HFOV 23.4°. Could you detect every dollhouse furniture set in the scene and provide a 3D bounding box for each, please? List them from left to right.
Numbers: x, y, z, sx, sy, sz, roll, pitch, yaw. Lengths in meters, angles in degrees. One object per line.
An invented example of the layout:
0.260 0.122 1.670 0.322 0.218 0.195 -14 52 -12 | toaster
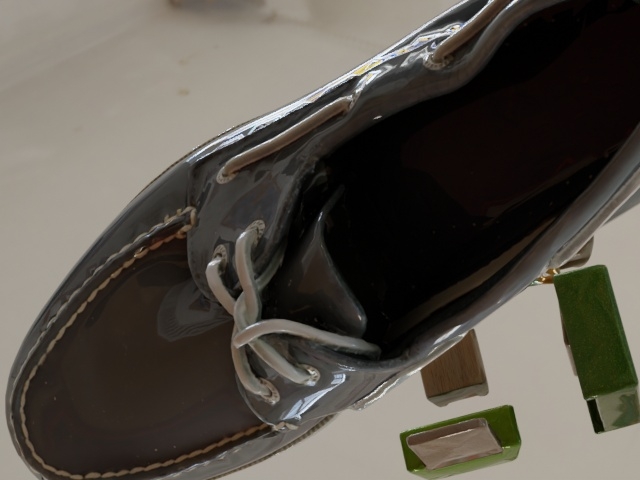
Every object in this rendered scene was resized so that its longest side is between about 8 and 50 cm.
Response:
0.124 0.017 1.239 0.197 0.151 0.302 -16 -112 9 | dollhouse furniture set

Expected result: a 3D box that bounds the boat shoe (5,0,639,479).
0.000 0.000 0.528 0.319 0.099 0.116 -31 -95 20 | boat shoe
